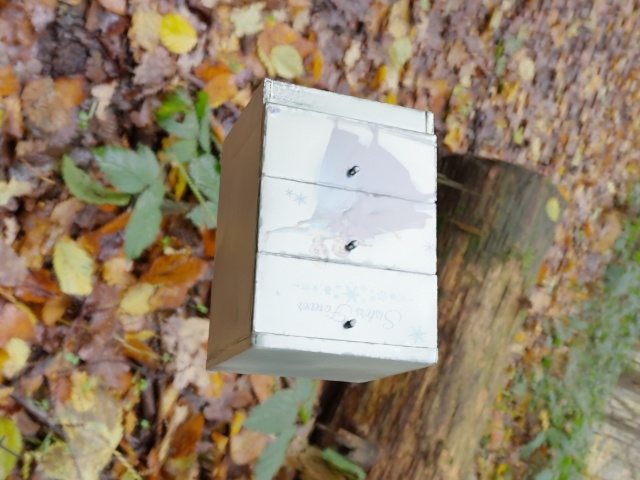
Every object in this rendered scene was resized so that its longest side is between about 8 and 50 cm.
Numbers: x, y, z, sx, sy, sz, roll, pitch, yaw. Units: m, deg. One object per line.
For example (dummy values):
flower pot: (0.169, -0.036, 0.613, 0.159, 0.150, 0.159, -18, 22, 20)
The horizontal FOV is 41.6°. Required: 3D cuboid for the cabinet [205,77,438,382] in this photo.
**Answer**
cabinet: (0.000, 0.000, 0.683, 0.150, 0.144, 0.206, 144, -49, -65)
